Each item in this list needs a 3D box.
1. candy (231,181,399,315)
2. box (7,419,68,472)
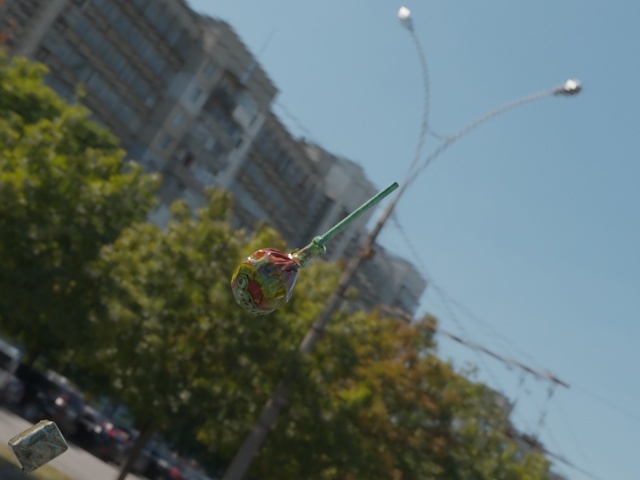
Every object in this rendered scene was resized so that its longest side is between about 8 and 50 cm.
[{"bbox_3d":[0.000,0.000,1.180,0.060,0.201,0.060,42,-26,26],"label":"candy"},{"bbox_3d":[-0.346,0.250,1.530,0.045,0.062,0.098,61,-16,-1],"label":"box"}]
